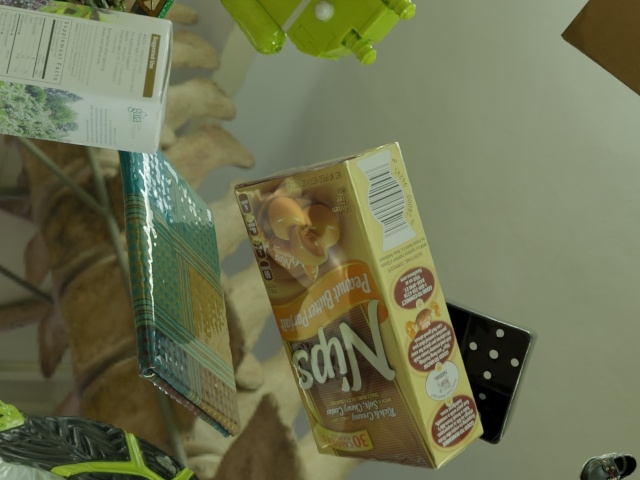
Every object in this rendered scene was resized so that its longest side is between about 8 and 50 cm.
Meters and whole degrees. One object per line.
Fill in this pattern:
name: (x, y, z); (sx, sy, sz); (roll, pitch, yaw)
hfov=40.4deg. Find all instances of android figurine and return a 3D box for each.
android figurine: (-0.003, -0.308, 0.928); (0.248, 0.056, 0.273); (-44, -109, 28)

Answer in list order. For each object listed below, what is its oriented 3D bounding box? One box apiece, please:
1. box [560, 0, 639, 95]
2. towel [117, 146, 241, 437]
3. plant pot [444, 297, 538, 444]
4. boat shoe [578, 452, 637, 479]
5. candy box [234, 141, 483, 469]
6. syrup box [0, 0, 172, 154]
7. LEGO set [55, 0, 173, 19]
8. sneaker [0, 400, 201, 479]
box: (0.422, -0.286, 1.064); (0.164, 0.021, 0.201); (46, -71, 24)
towel: (-0.189, 0.050, 1.148); (0.040, 0.271, 0.370); (-18, -123, 10)
plant pot: (0.261, 0.199, 1.438); (0.188, 0.167, 0.187); (20, -78, 29)
boat shoe: (0.501, 0.401, 1.520); (0.042, 0.133, 0.049); (-11, -93, 53)
candy box: (0.037, 0.071, 0.912); (0.183, 0.087, 0.316); (-8, -79, 50)
syrup box: (-0.257, -0.155, 0.791); (0.093, 0.236, 0.096); (119, -25, -63)
LEGO set: (-0.340, -0.347, 1.103); (0.192, 0.331, 0.255); (46, -57, 20)
sneaker: (-0.210, 0.208, 0.623); (0.147, 0.384, 0.145); (-60, -157, 2)
